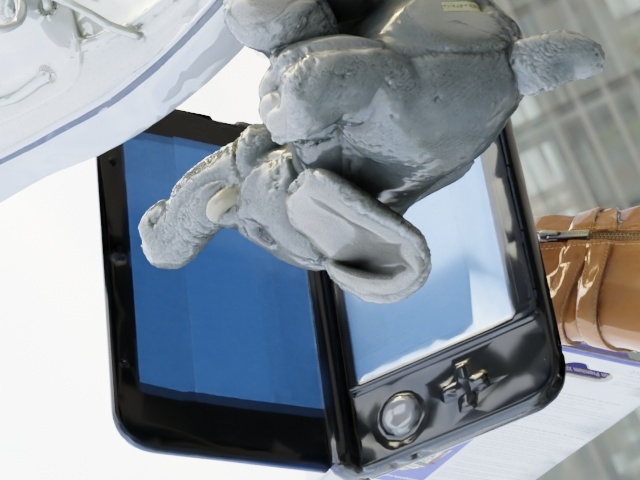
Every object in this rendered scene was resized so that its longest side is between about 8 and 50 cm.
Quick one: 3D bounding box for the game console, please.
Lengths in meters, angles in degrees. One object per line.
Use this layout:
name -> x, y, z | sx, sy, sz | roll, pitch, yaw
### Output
game console -> 0.000, 0.000, 1.293 | 0.173, 0.250, 0.293 | 37, -145, -47

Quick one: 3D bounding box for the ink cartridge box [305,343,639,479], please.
ink cartridge box -> 0.137, 0.146, 1.625 | 0.176, 0.371, 0.069 | 13, -119, -20

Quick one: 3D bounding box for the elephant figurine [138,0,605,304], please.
elephant figurine -> 0.016, -0.046, 1.070 | 0.186, 0.169, 0.239 | 49, 145, 33

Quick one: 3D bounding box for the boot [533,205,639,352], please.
boot -> 0.229, 0.052, 1.345 | 0.283, 0.220, 0.109 | -65, -31, -50

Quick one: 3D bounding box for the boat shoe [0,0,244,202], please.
boat shoe -> -0.185, -0.142, 1.223 | 0.156, 0.367, 0.136 | 42, -137, -28

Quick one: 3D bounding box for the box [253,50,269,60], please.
box -> 0.060, -0.332, 1.600 | 0.191, 0.381, 0.143 | 55, 176, -15
